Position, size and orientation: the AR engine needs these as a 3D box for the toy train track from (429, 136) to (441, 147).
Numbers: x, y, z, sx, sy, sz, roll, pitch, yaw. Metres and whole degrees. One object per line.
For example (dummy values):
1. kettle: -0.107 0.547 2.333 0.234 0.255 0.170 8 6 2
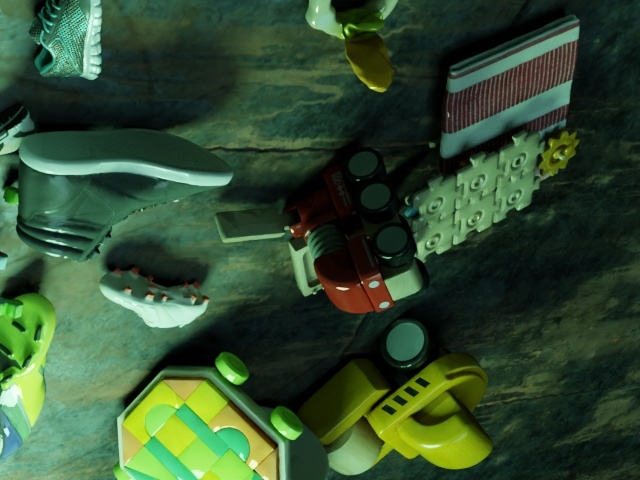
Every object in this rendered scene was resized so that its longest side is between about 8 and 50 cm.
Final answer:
1. toy train track: 0.203 -0.156 1.878 0.083 0.014 0.048 -21 141 -19

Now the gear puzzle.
1. gear puzzle: 0.263 -0.096 1.899 0.339 0.044 0.175 -28 142 -20

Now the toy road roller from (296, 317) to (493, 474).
1. toy road roller: 0.147 0.317 2.159 0.329 0.240 0.202 -40 143 4

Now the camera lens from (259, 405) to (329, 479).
1. camera lens: -0.129 0.443 2.092 0.219 0.219 0.274 0 130 -39

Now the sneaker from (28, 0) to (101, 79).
1. sneaker: -0.281 -0.240 1.357 0.076 0.065 0.166 -14 137 -22

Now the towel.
1. towel: 0.277 -0.177 1.881 0.237 0.037 0.329 -26 143 -19

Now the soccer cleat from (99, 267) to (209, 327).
1. soccer cleat: -0.240 0.089 1.748 0.196 0.068 0.076 15 123 -50

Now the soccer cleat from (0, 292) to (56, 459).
1. soccer cleat: -0.417 0.179 1.705 0.121 0.093 0.289 -36 154 -59

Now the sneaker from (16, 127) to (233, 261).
1. sneaker: -0.250 -0.052 1.531 0.296 0.104 0.147 -3 125 -41

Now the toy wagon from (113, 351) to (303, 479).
1. toy wagon: -0.147 0.349 1.904 0.267 0.344 0.068 -47 177 14

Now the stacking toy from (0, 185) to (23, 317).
1. stacking toy: -0.435 0.016 1.478 0.221 0.052 0.167 3 110 -41

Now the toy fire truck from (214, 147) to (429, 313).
1. toy fire truck: 0.000 0.000 1.736 0.246 0.217 0.158 -22 144 5

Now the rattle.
1. rattle: 0.076 -0.309 1.511 0.130 0.142 0.199 24 121 -30

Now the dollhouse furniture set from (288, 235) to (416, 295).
1. dollhouse furniture set: 0.051 0.035 1.871 0.151 0.123 0.144 -26 142 -13

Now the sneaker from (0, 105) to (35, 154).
1. sneaker: -0.377 -0.110 1.438 0.109 0.040 0.043 -32 145 -5
